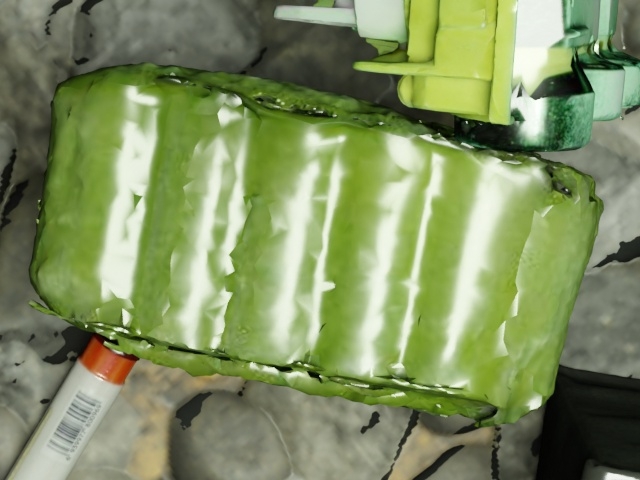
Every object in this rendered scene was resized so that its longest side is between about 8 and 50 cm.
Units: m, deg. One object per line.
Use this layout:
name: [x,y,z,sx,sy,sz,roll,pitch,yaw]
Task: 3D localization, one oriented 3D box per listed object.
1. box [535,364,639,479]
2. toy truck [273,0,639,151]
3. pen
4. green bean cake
box: [0.201,0.244,0.737,0.251,0.204,0.345,8,100,2]
toy truck: [0.056,-0.111,0.667,0.135,0.259,0.128,6,100,18]
pen: [-0.155,0.146,0.829,0.028,0.028,0.239,32,99,-2]
green bean cake: [0.000,0.000,0.712,0.214,0.200,0.113,12,91,5]
